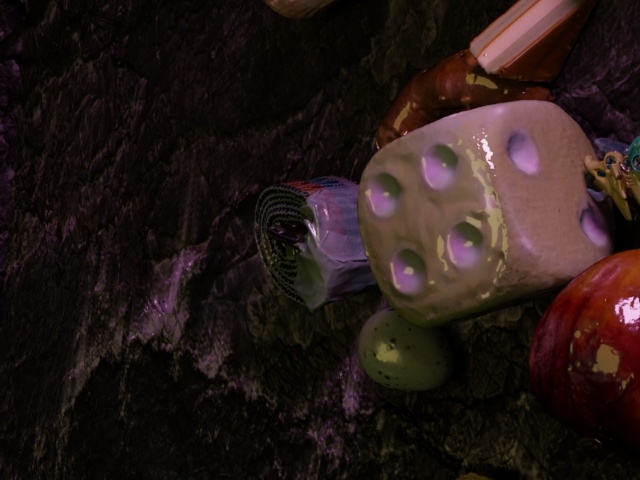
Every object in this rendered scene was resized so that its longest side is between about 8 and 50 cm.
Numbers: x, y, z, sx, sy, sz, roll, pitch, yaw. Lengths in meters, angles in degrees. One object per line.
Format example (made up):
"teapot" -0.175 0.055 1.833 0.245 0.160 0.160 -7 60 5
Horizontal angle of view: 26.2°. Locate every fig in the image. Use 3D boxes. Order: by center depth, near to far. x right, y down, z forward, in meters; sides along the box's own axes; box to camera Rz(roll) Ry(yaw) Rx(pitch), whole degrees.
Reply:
"fig" 0.369 0.144 1.669 0.224 0.224 0.263 2 101 56

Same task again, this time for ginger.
"ginger" 0.193 -0.203 1.982 0.309 0.107 0.133 -27 58 51

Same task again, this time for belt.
"belt" 0.000 0.000 2.258 0.257 0.150 0.207 23 122 54

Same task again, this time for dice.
"dice" 0.220 -0.034 1.811 0.252 0.254 0.249 -23 81 46

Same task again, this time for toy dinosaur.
"toy dinosaur" 0.428 -0.054 1.665 0.259 0.094 0.153 51 136 29

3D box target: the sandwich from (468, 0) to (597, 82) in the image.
"sandwich" 0.286 -0.296 1.818 0.079 0.113 0.163 57 137 36

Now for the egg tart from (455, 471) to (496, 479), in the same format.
"egg tart" 0.249 0.426 2.004 0.191 0.074 0.191 9 101 55

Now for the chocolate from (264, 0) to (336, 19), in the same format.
"chocolate" 0.003 -0.436 2.213 0.309 0.134 0.134 -9 87 56

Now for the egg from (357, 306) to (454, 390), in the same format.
"egg" 0.131 0.173 2.101 0.164 0.131 0.131 36 124 41
